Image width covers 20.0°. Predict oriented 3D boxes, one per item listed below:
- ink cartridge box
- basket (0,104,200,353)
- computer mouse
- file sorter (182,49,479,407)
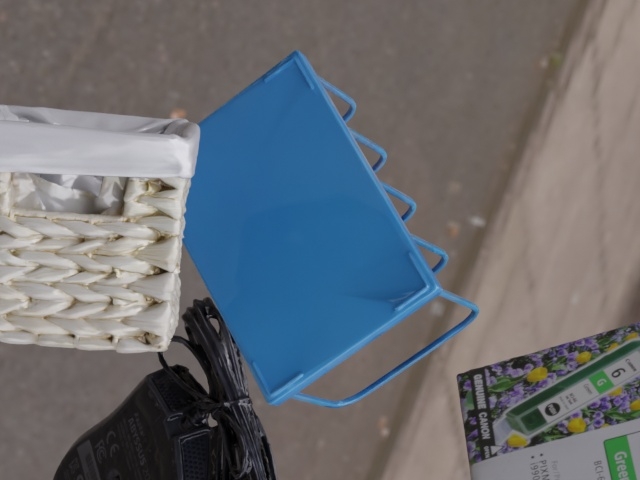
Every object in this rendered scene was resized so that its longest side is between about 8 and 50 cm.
[{"bbox_3d":[0.096,0.050,0.475,0.063,0.115,0.029,-94,162,-46],"label":"ink cartridge box"},{"bbox_3d":[-0.119,-0.009,0.882,0.167,0.113,0.103,-120,-145,-84],"label":"basket"},{"bbox_3d":[-0.115,0.181,1.393,0.072,0.188,0.272,5,148,-40],"label":"computer mouse"},{"bbox_3d":[0.000,0.000,1.076,0.118,0.170,0.104,-36,156,15],"label":"file sorter"}]
